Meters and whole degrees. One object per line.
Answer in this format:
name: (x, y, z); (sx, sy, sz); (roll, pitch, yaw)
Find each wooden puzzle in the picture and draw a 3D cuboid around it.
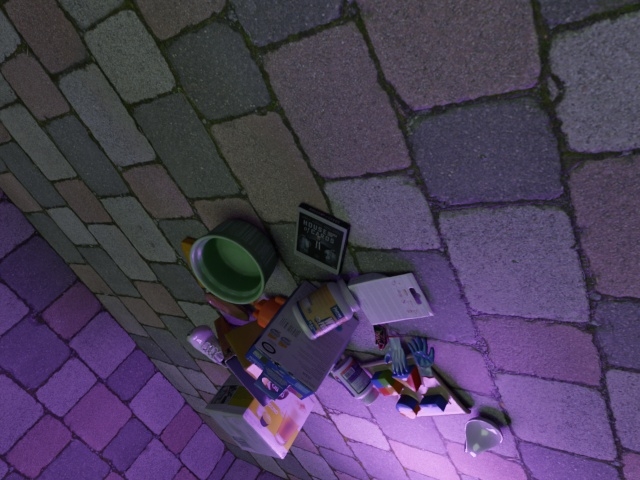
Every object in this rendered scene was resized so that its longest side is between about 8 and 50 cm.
wooden puzzle: (0.352, 0.588, 1.850); (0.348, 0.080, 0.322); (45, 142, -10)

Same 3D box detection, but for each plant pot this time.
plant pot: (-0.255, 0.466, 2.076); (0.212, 0.187, 0.212); (48, 171, 40)
plant pot: (-0.422, 0.296, 2.178); (0.237, 0.032, 0.236); (23, 155, 12)

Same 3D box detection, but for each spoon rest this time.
spoon rest: (0.604, 0.757, 1.819); (0.137, 0.084, 0.276); (23, 141, 18)

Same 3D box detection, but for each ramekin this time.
ramekin: (-0.310, 0.071, 1.753); (0.304, 0.148, 0.303); (13, 127, 17)

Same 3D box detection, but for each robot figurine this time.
robot figurine: (-0.169, 0.321, 1.959); (0.220, 0.158, 0.128); (23, 163, 18)

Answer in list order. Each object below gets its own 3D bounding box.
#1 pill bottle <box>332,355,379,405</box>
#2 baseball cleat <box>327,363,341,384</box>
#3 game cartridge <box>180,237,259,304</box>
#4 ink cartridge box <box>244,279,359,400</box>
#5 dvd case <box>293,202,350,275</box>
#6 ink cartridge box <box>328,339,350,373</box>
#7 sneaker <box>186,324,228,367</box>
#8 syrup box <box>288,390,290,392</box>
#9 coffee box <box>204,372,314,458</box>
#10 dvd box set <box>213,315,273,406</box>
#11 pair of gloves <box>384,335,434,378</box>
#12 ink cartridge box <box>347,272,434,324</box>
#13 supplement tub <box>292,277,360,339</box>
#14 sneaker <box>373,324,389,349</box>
pill bottle: (0.150, 0.582, 1.967); (0.193, 0.108, 0.108); (48, 143, 1)
baseball cleat: (0.076, 0.564, 2.060); (0.206, 0.072, 0.109); (10, 129, 26)
game cartridge: (-0.435, 0.132, 2.041); (0.324, 0.052, 0.285); (12, 136, 28)
ink cartridge box: (-0.080, 0.378, 1.722); (0.270, 0.395, 0.151); (38, 143, 1)
dvd case: (0.000, 0.000, 1.567); (0.179, 0.029, 0.238); (26, 142, 15)
ink cartridge box: (0.019, 0.444, 1.926); (0.128, 0.127, 0.176); (33, 146, 9)
sneaker: (-0.499, 0.489, 2.195); (0.129, 0.111, 0.297); (39, 172, 42)
syrup box: (-0.138, 0.634, 2.286); (0.093, 0.096, 0.236); (6, 133, 36)
coffee box: (-0.307, 0.855, 2.457); (0.338, 0.334, 0.337); (-14, 119, 44)
dvd box set: (-0.369, 0.555, 2.241); (0.307, 0.062, 0.420); (57, 173, -22)
pair of gloves: (0.313, 0.414, 1.696); (0.198, 0.023, 0.159); (-5, 100, 34)
ink cartridge box: (0.232, 0.182, 1.564); (0.233, 0.066, 0.189); (-18, 118, 28)
supplement tub: (0.020, 0.231, 1.626); (0.144, 0.200, 0.144); (58, -178, -3)
sneaker: (0.215, 0.351, 1.734); (0.047, 0.057, 0.119); (4, 130, 39)
